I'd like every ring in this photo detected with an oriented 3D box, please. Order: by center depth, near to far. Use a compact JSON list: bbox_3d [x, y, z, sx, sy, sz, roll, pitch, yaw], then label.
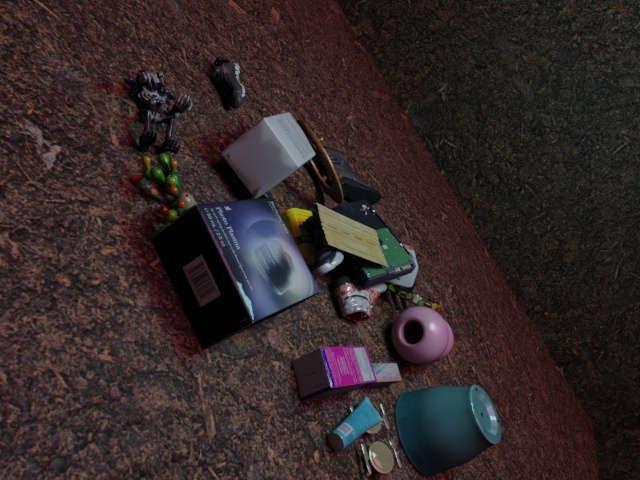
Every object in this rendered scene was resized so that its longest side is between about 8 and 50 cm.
[{"bbox_3d":[0.002,-0.287,1.715,0.336,0.032,0.336,58,-7,12],"label":"ring"}]

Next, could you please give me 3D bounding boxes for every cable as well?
[{"bbox_3d":[-0.181,-0.104,1.463,0.151,0.047,0.184,23,44,-42],"label":"cable"}]

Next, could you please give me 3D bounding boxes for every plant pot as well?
[{"bbox_3d":[0.422,0.589,1.520,0.272,0.255,0.271,35,38,-33],"label":"plant pot"}]

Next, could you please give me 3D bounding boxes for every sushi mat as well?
[{"bbox_3d":[0.100,-0.013,1.489,0.317,0.019,0.151,21,47,-45],"label":"sushi mat"}]

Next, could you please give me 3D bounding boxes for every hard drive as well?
[{"bbox_3d":[0.156,0.003,1.678,0.237,0.064,0.339,-15,54,-34],"label":"hard drive"}]

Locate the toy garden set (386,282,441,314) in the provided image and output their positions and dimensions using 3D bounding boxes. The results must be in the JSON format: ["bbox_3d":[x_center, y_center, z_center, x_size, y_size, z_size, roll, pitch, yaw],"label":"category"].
[{"bbox_3d":[0.341,0.204,1.818,0.244,0.049,0.204,31,-4,-38],"label":"toy garden set"}]

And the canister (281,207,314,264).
[{"bbox_3d":[-0.057,-0.011,1.538,0.126,0.073,0.169,7,59,-52],"label":"canister"}]

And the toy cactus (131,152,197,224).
[{"bbox_3d":[-0.368,-0.110,1.162,0.219,0.112,0.180,58,2,35],"label":"toy cactus"}]

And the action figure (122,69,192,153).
[{"bbox_3d":[-0.428,-0.368,1.253,0.164,0.141,0.275,14,56,-48],"label":"action figure"}]

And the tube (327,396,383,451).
[{"bbox_3d":[0.100,0.507,1.303,0.207,0.052,0.080,-14,66,-52],"label":"tube"}]

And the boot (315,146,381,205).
[{"bbox_3d":[0.123,-0.276,2.002,0.338,0.118,0.222,21,42,-52],"label":"boot"}]

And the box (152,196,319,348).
[{"bbox_3d":[-0.196,0.062,1.167,0.294,0.183,0.296,-16,77,-60],"label":"box"}]

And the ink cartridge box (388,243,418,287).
[{"bbox_3d":[0.283,0.081,1.817,0.159,0.092,0.218,14,23,0],"label":"ink cartridge box"}]

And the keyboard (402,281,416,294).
[{"bbox_3d":[0.317,0.078,2.043,0.317,0.033,0.201,57,32,-5],"label":"keyboard"}]

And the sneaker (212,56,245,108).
[{"bbox_3d":[-0.326,-0.549,1.625,0.106,0.078,0.234,21,43,-42],"label":"sneaker"}]

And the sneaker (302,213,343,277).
[{"bbox_3d":[0.000,0.000,1.454,0.153,0.101,0.268,52,29,-11],"label":"sneaker"}]

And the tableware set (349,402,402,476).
[{"bbox_3d":[0.147,0.570,1.350,0.128,0.039,0.194,9,49,-34],"label":"tableware set"}]

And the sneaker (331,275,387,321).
[{"bbox_3d":[0.153,0.209,1.633,0.270,0.090,0.144,11,56,-47],"label":"sneaker"}]

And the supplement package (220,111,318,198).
[{"bbox_3d":[-0.150,-0.276,1.487,0.175,0.178,0.293,54,20,-9],"label":"supplement package"}]

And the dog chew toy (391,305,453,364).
[{"bbox_3d":[0.401,0.363,1.759,0.332,0.207,0.206,28,42,-53],"label":"dog chew toy"}]

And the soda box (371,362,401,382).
[{"bbox_3d":[0.186,0.431,1.510,0.183,0.058,0.063,17,50,-49],"label":"soda box"}]

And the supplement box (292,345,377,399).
[{"bbox_3d":[0.043,0.365,1.310,0.220,0.111,0.113,16,50,-50],"label":"supplement box"}]
